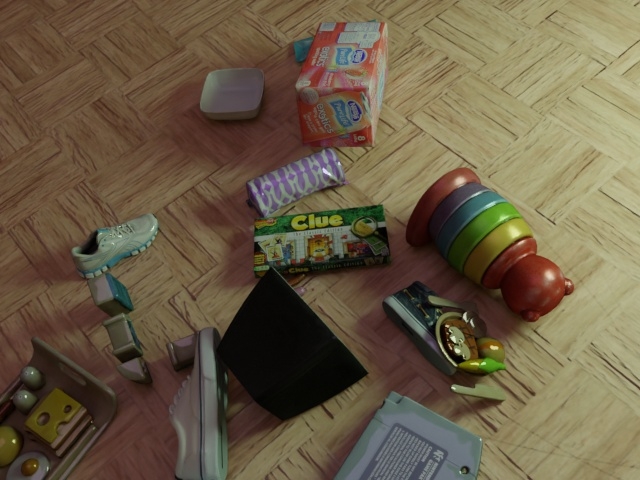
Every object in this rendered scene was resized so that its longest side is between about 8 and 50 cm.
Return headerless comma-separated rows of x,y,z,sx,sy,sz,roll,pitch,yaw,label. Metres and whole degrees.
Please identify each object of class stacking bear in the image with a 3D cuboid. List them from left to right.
0.308,0.018,1.328,0.175,0.164,0.289,-34,61,-14,stacking bear

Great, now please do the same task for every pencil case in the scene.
-0.052,-0.114,1.521,0.206,0.086,0.088,-25,88,-6,pencil case

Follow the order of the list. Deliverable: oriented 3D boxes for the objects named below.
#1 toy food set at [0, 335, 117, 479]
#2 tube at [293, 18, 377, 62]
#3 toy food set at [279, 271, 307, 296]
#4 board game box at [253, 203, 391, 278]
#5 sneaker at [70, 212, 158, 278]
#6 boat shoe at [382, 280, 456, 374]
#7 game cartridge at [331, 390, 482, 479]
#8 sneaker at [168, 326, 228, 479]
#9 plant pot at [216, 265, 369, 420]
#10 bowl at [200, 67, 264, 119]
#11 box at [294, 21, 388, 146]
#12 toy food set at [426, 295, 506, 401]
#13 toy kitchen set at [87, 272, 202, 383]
-0.522,0.332,1.281,0.220,0.092,0.306,26,64,25,toy food set
0.039,-0.471,1.780,0.207,0.052,0.080,-13,44,8,tube
-0.061,0.081,1.425,0.078,0.019,0.122,4,48,12,toy food set
0.000,0.000,1.453,0.260,0.030,0.136,-7,47,3,board game box
-0.412,-0.002,1.503,0.191,0.083,0.071,-37,56,-17,sneaker
0.194,0.145,1.307,0.083,0.065,0.183,-32,57,-16,boat shoe
0.117,0.398,1.152,0.198,0.062,0.297,28,64,21,game cartridge
-0.206,0.271,1.244,0.091,0.094,0.258,-4,70,7,sneaker
-0.058,0.189,1.259,0.167,0.188,0.187,-43,59,-4,plant pot
-0.194,-0.326,1.710,0.142,0.053,0.141,-2,55,10,bowl
0.054,-0.333,1.576,0.154,0.142,0.299,1,40,11,box
0.251,0.169,1.259,0.133,0.038,0.192,12,48,-28,toy food set
-0.303,0.148,1.381,0.166,0.122,0.207,-22,75,-6,toy kitchen set
